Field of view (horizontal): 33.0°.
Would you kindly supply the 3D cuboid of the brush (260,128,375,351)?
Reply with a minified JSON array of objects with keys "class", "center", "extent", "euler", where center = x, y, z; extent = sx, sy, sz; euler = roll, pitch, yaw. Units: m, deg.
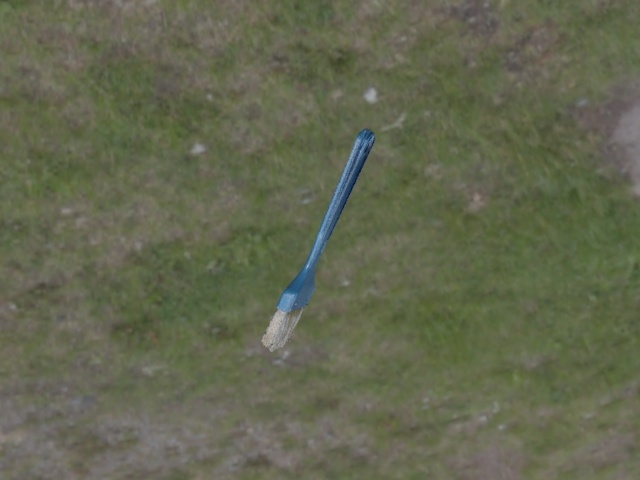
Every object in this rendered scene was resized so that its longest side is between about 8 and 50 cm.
[{"class":"brush","center":[0.000,0.000,0.732],"extent":[0.164,0.014,0.051],"euler":[-65,169,9]}]
